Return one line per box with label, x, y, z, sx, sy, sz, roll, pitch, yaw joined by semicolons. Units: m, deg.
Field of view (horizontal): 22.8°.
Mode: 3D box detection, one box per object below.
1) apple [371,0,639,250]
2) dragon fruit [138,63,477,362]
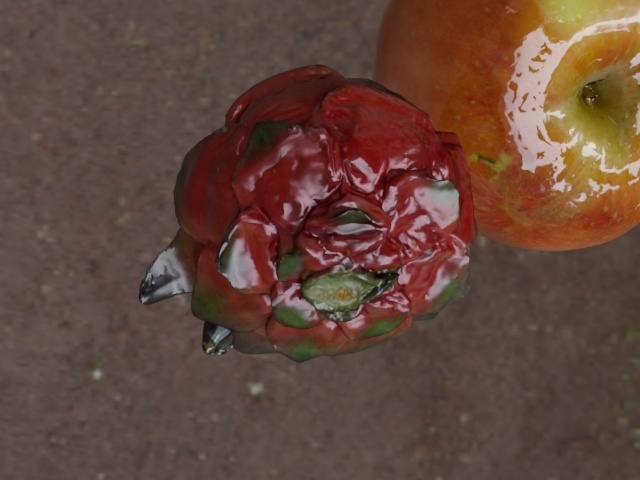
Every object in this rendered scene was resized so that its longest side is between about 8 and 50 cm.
apple;0.102;-0.077;0.773;0.163;0.139;0.163;-6;104;-24
dragon fruit;0.004;-0.005;0.655;0.130;0.142;0.121;43;62;-8
